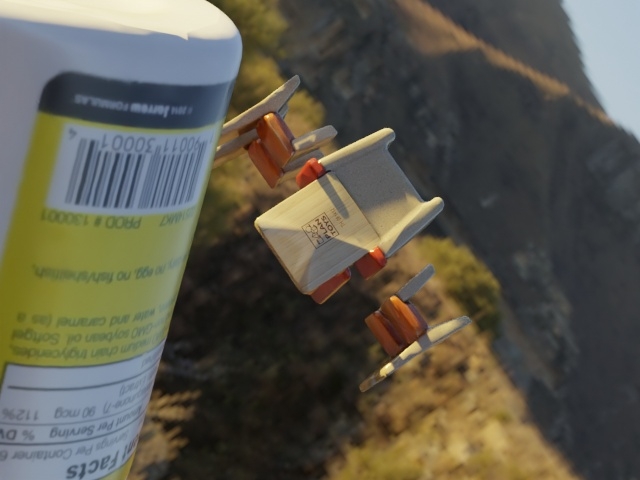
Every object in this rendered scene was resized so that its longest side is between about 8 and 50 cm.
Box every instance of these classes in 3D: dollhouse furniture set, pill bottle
[{"bbox_3d":[0.000,0.000,1.273,0.262,0.135,0.259,55,-15,5],"label":"dollhouse furniture set"},{"bbox_3d":[-0.105,0.019,0.456,0.119,0.209,0.119,16,16,-5],"label":"pill bottle"}]
